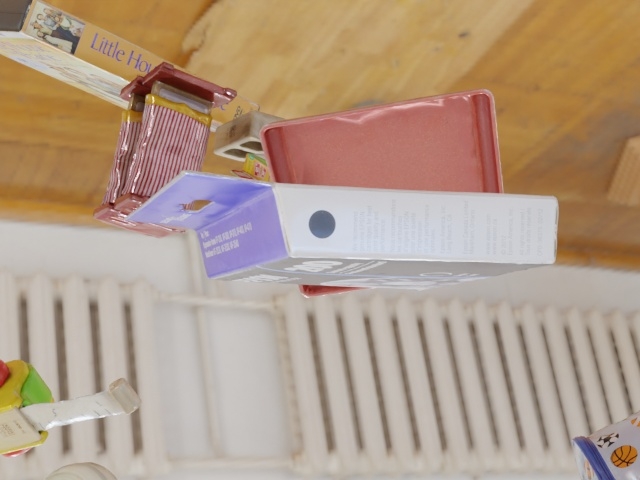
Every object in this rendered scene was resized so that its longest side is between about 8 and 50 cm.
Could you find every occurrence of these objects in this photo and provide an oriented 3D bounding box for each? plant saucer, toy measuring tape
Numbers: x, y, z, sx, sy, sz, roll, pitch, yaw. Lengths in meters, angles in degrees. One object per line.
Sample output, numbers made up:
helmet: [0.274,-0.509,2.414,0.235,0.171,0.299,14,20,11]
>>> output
plant saucer: [0.080,-0.059,1.380,0.258,0.047,0.259,-9,128,6]
toy measuring tape: [-0.328,0.183,1.396,0.330,0.121,0.121,-17,156,30]

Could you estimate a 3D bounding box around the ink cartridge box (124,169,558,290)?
ink cartridge box: [0.000,0.000,0.704,0.208,0.045,0.206,4,173,-16]

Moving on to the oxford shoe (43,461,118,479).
oxford shoe: [-0.192,0.355,1.062,0.130,0.169,0.449,-13,132,-29]

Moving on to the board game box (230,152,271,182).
board game box: [0.017,-0.075,1.582,0.259,0.124,0.039,-2,115,-38]

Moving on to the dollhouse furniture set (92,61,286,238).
dollhouse furniture set: [-0.112,-0.087,1.682,0.374,0.201,0.152,17,163,-30]

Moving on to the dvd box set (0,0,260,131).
dvd box set: [-0.343,-0.272,1.862,0.420,0.062,0.308,22,175,-41]

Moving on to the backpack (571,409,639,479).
backpack: [0.369,0.322,1.288,0.213,0.263,0.276,-17,131,4]
